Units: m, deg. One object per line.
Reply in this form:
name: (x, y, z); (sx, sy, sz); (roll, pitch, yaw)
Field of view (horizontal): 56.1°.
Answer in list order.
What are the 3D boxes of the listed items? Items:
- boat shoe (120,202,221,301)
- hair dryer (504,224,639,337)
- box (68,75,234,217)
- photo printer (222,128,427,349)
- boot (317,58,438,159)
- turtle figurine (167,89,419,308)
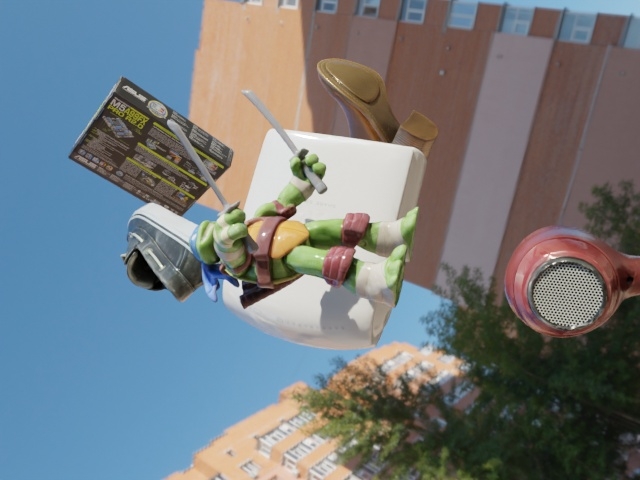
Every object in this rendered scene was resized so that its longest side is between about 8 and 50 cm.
boat shoe: (-0.271, 0.020, 0.987); (0.119, 0.335, 0.121); (-43, -66, -21)
hair dryer: (0.246, 0.038, 0.439); (0.223, 0.293, 0.080); (3, -82, -23)
box: (-0.352, -0.181, 1.258); (0.270, 0.216, 0.060); (32, -141, -26)
photo printer: (0.000, 0.000, 0.888); (0.107, 0.255, 0.308); (40, -116, -68)
boot: (0.085, -0.208, 1.191); (0.109, 0.283, 0.220); (-48, -10, -36)
turtle figurine: (-0.027, -0.040, 0.672); (0.198, 0.266, 0.275); (3, -82, -78)
